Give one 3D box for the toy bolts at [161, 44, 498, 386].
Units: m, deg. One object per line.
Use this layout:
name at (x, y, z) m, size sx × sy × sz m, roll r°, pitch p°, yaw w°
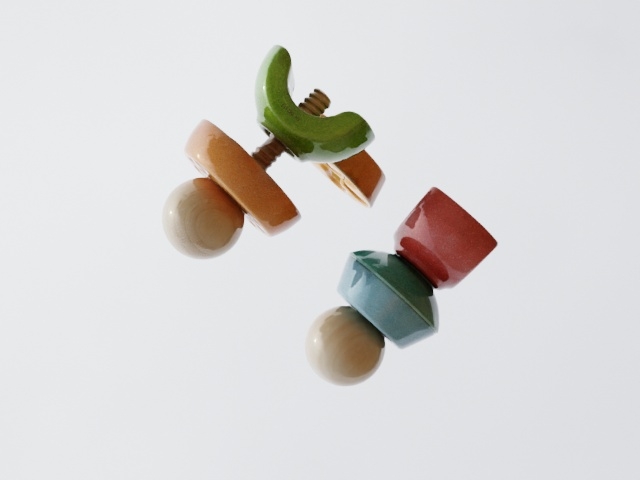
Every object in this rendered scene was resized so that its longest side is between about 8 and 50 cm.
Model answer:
toy bolts at (0.000, 0.000, 0.936) m, size 0.228 × 0.218 × 0.158 m, roll 42°, pitch -94°, yaw 9°
